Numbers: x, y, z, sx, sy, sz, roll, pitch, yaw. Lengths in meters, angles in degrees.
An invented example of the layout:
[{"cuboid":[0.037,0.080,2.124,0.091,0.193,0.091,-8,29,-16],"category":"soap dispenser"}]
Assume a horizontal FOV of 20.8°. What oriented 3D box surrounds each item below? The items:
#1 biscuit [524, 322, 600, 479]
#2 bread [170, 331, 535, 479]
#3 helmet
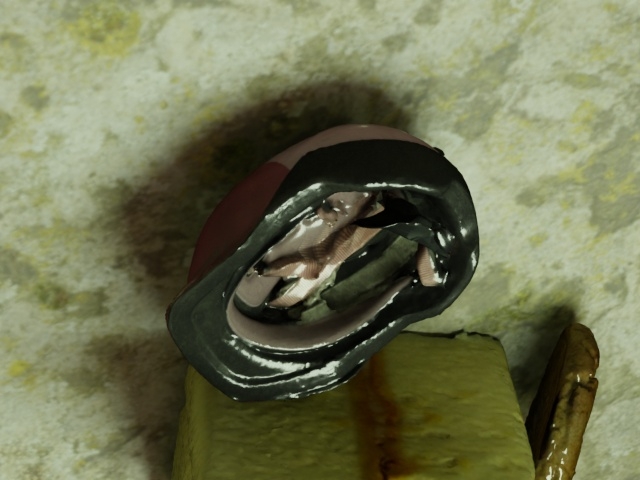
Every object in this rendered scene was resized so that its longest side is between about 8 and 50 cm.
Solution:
[{"cuboid":[0.216,0.186,1.632,0.042,0.226,0.226,17,128,2],"category":"biscuit"},{"cuboid":[0.029,0.229,1.508,0.345,0.405,0.242,6,118,-12],"category":"bread"},{"cuboid":[0.000,0.000,1.403,0.253,0.154,0.198,-22,134,12],"category":"helmet"}]
